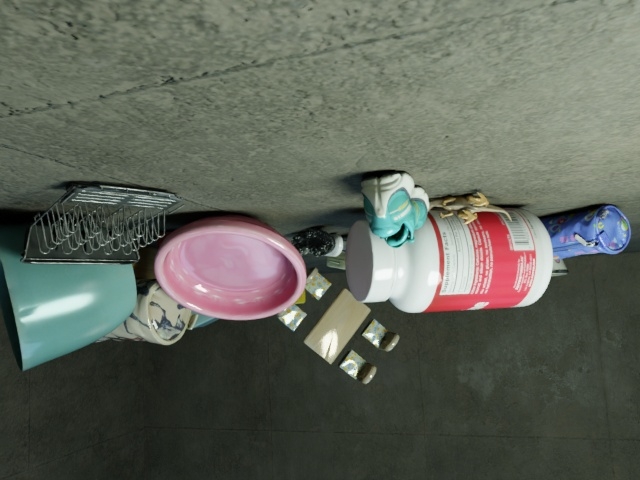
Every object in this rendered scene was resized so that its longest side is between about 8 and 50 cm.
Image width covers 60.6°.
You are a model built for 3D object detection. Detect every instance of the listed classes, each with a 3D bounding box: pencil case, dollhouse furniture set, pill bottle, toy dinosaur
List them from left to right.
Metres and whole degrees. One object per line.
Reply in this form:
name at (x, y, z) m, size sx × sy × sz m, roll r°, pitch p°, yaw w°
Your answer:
pencil case at (-0.523, 0.188, 1.381) m, size 0.409 × 0.160 × 0.183 m, roll -7°, pitch 156°, yaw 22°
dollhouse furniture set at (0.114, 0.203, 1.754) m, size 0.362 × 0.394 × 0.256 m, roll 40°, pitch 167°, yaw -6°
pill bottle at (0.273, 0.041, 1.204) m, size 0.406 × 0.229 × 0.229 m, roll -1°, pitch 173°, yaw -16°
toy dinosaur at (0.299, -0.069, 1.077) m, size 0.211 × 0.064 × 0.112 m, roll 6°, pitch -169°, yaw -3°
pencil case at (0.611, -0.007, 1.384) m, size 0.133 × 0.120 × 0.306 m, roll -33°, pitch -171°, yaw -30°

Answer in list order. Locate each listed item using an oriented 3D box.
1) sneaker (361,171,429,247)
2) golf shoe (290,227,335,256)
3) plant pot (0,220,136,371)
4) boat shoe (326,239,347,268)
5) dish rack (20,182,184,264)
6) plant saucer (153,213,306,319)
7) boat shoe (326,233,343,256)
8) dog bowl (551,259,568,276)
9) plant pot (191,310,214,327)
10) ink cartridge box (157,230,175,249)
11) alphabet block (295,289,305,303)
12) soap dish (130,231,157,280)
sneaker at (0.127, -0.041, 0.956) m, size 0.106 × 0.110 × 0.275 m, roll -5°, pitch 174°, yaw 20°
golf shoe at (0.000, 0.000, 1.461) m, size 0.093 × 0.077 × 0.198 m, roll -12°, pitch -175°, yaw -29°
plant pot at (-0.525, 0.091, 1.133) m, size 0.235 × 0.293 × 0.293 m, roll -13°, pitch -179°, yaw -35°
boat shoe at (0.128, 0.062, 1.555) m, size 0.109 × 0.094 × 0.302 m, roll 11°, pitch -176°, yaw -36°
dish rack at (-0.369, -0.023, 0.939) m, size 0.208 × 0.074 × 0.271 m, roll 2°, pitch 163°, yaw -44°
plant saucer at (-0.196, 0.056, 1.221) m, size 0.331 × 0.084 × 0.332 m, roll 1°, pitch 138°, yaw 1°
boat shoe at (0.001, 0.012, 1.592) m, size 0.063 × 0.066 × 0.184 m, roll 0°, pitch -177°, yaw -27°
dog bowl at (0.554, 0.048, 1.728) m, size 0.407 × 0.151 × 0.408 m, roll -3°, pitch 173°, yaw 0°
plant pot at (-0.424, 0.199, 2.250) m, size 0.252 × 0.247 × 0.248 m, roll -19°, pitch 174°, yaw -2°
ink cartridge box at (-0.254, 0.035, 1.411) m, size 0.272 × 0.114 × 0.197 m, roll -5°, pitch 173°, yaw 6°
alphabet block at (-0.200, 0.190, 2.430) m, size 0.192 × 0.194 × 0.197 m, roll 0°, pitch 173°, yaw -38°
soap dish at (-0.575, 0.053, 1.418) m, size 0.290 × 0.118 × 0.229 m, roll -5°, pitch 173°, yaw 5°
